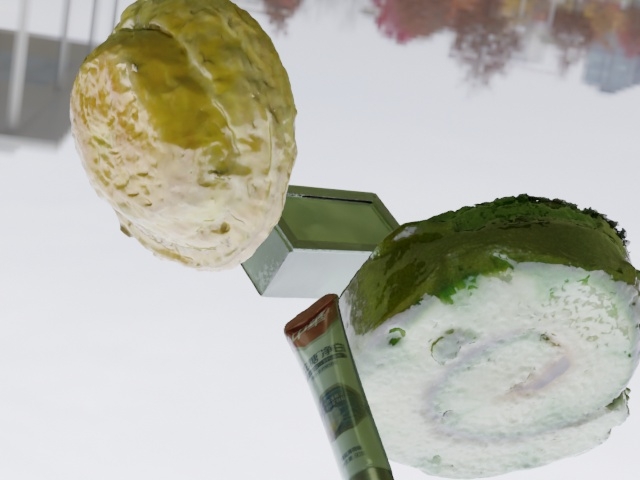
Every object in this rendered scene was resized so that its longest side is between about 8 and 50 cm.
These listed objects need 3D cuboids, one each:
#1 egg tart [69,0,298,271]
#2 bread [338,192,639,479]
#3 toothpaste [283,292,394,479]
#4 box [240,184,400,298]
[{"bbox_3d":[-0.163,-0.111,1.360,0.128,0.319,0.319,-10,-158,-43],"label":"egg tart"},{"bbox_3d":[0.200,0.119,1.447,0.382,0.366,0.129,24,-141,-31],"label":"bread"},{"bbox_3d":[0.017,0.135,1.123,0.039,0.062,0.239,44,-164,-38],"label":"toothpaste"},{"bbox_3d":[0.000,0.000,1.686,0.225,0.086,0.129,3,-139,-42],"label":"box"}]
